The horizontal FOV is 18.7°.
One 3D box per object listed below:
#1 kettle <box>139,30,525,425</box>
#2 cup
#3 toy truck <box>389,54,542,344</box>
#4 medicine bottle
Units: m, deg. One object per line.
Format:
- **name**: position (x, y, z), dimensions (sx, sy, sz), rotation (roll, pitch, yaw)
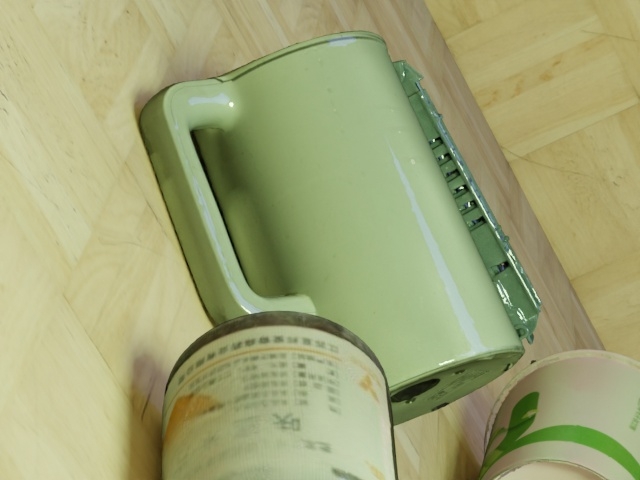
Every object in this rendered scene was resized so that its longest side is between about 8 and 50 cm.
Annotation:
- **kettle**: position (0.000, 0.004, 1.681), dimensions (0.205, 0.265, 0.318), rotation (122, -51, -69)
- **cup**: position (0.273, 0.276, 2.074), dimensions (0.253, 0.253, 0.274), rotation (63, 22, -8)
- **toy truck**: position (0.082, -0.023, 1.954), dimensions (0.338, 0.184, 0.133), rotation (66, 13, 0)
- **medicine bottle**: position (-0.026, 0.186, 1.275), dimensions (0.165, 0.165, 0.273), rotation (56, 17, -32)
